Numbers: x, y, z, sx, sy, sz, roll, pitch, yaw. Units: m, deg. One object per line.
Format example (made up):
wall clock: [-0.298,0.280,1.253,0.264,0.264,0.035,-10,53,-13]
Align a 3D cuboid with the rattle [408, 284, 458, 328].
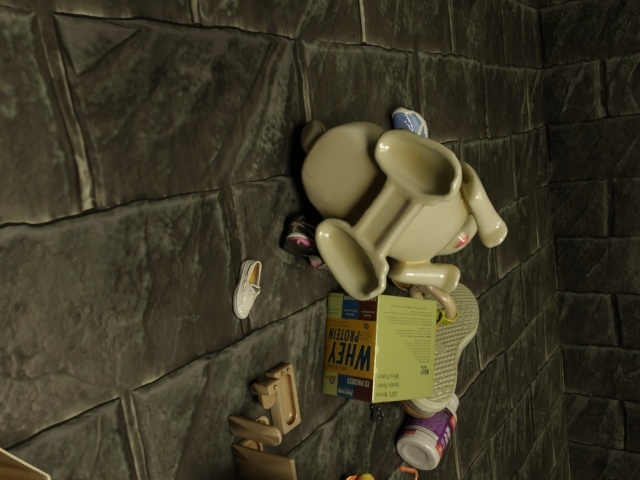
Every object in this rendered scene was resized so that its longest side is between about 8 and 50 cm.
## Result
rattle: [0.214,0.138,1.313,0.143,0.130,0.199,-37,113,-10]

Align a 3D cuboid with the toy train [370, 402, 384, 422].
toy train: [0.128,0.330,1.284,0.036,0.027,0.158,-6,94,-56]

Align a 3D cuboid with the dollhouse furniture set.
dollhouse furniture set: [-0.054,0.304,0.952,0.151,0.123,0.143,-19,105,-53]

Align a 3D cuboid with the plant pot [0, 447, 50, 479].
plant pot: [-0.361,0.251,0.556,0.109,0.096,0.109,57,47,-37]

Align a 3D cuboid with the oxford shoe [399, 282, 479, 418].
oxford shoe: [0.287,0.260,1.433,0.449,0.169,0.130,-58,173,-47]

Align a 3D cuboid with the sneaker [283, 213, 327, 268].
sneaker: [0.000,0.000,1.085,0.178,0.072,0.077,34,51,-55]

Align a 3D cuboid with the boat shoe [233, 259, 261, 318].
boat shoe: [-0.117,0.081,0.946,0.035,0.035,0.100,29,66,-50]

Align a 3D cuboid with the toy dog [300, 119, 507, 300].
toy dog: [0.159,-0.066,1.116,0.408,0.395,0.284,7,114,-54]

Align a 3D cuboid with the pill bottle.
pill bottle: [0.273,0.457,1.410,0.193,0.108,0.108,-46,125,-44]

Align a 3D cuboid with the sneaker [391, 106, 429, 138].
sneaker: [0.223,-0.223,1.383,0.081,0.080,0.211,-56,130,-42]

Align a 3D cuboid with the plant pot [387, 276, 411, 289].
plant pot: [0.199,0.002,1.386,0.236,0.033,0.236,4,85,-54]

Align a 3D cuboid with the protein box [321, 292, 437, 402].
protein box: [0.123,0.214,1.166,0.200,0.136,0.201,11,80,-44]

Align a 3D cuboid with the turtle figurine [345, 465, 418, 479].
turtle figurine: [0.079,0.568,1.164,0.270,0.087,0.217,1,92,-32]
